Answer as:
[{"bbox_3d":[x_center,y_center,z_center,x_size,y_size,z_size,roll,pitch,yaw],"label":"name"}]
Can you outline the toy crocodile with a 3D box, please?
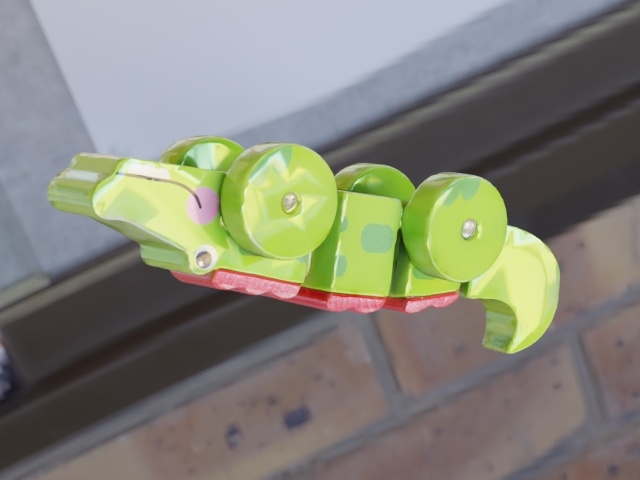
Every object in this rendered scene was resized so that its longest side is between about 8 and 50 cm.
[{"bbox_3d":[0.000,0.000,1.114,0.340,0.105,0.115,8,1,-38],"label":"toy crocodile"}]
